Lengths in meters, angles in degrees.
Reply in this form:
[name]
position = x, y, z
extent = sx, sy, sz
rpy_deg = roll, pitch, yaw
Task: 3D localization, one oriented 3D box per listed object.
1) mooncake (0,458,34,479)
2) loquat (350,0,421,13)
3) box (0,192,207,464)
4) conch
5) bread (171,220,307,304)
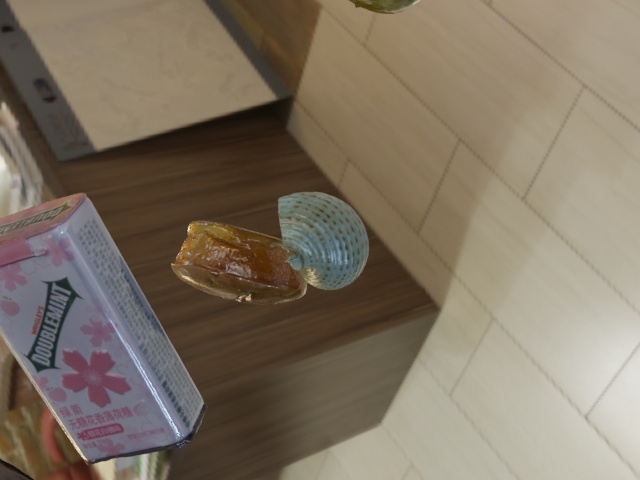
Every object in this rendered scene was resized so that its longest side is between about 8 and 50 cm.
[mooncake]
position = -0.302, 0.318, 0.784
extent = 0.141, 0.283, 0.283
rpy_deg = -45, 57, 7
[loquat]
position = 0.056, -0.313, 0.893
extent = 0.195, 0.152, 0.152
rpy_deg = 39, 157, -27
[box]
position = -0.313, 0.130, 1.230
extent = 0.190, 0.112, 0.369
rpy_deg = -14, 117, 21
[conch]
position = 0.011, -0.002, 1.509
extent = 0.200, 0.131, 0.172
rpy_deg = -16, -86, -83
[bread]
position = -0.156, 0.051, 1.809
extent = 0.195, 0.270, 0.142
rpy_deg = 148, 137, -80
